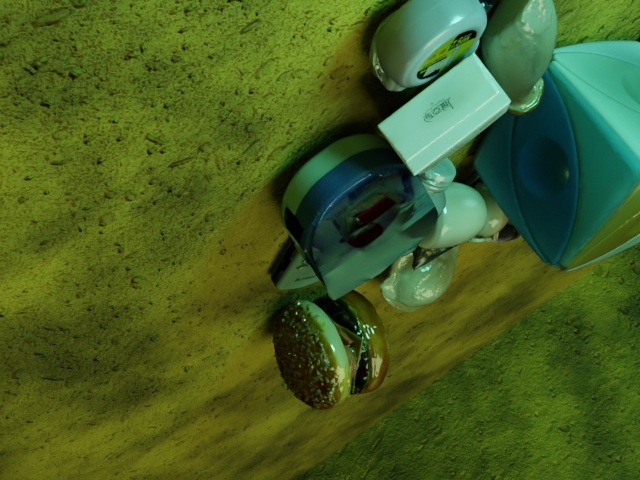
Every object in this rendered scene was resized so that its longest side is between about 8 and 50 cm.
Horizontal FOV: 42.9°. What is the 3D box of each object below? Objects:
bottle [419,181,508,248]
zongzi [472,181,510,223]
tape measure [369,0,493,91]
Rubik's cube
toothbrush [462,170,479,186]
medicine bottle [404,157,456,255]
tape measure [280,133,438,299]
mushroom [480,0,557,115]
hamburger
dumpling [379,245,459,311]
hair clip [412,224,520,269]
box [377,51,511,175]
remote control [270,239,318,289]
[{"bbox_3d":[0.320,-0.063,1.809,0.236,0.148,0.148,-5,145,-27],"label":"bottle"},{"bbox_3d":[0.406,-0.067,2.003,0.256,0.115,0.228,-30,159,9],"label":"zongzi"},{"bbox_3d":[0.170,-0.324,1.252,0.196,0.105,0.178,-28,167,-22],"label":"tape measure"},{"bbox_3d":[0.581,-0.182,1.704,0.347,0.352,0.352,-16,148,-33],"label":"Rubik's cube"},{"bbox_3d":[0.296,-0.090,1.935,0.219,0.016,0.019,-42,145,21],"label":"toothbrush"},{"bbox_3d":[0.184,-0.081,1.667,0.135,0.135,0.215,-9,142,-42],"label":"medicine bottle"},{"bbox_3d":[0.056,-0.062,1.482,0.259,0.138,0.262,-37,140,-4],"label":"tape measure"},{"bbox_3d":[0.350,-0.333,1.429,0.128,0.128,0.350,-34,159,2],"label":"mushroom"},{"bbox_3d":[0.014,0.259,1.950,0.225,0.291,0.291,-17,151,-30],"label":"hamburger"},{"bbox_3d":[0.247,0.076,2.065,0.179,0.131,0.252,24,113,-34],"label":"dumpling"},{"bbox_3d":[0.346,-0.013,2.001,0.358,0.096,0.110,-17,-175,-34],"label":"hair clip"},{"bbox_3d":[0.218,-0.210,1.400,0.194,0.111,0.260,-37,180,12],"label":"box"},{"bbox_3d":[0.000,0.000,1.697,0.140,0.056,0.296,-9,145,-39],"label":"remote control"}]
